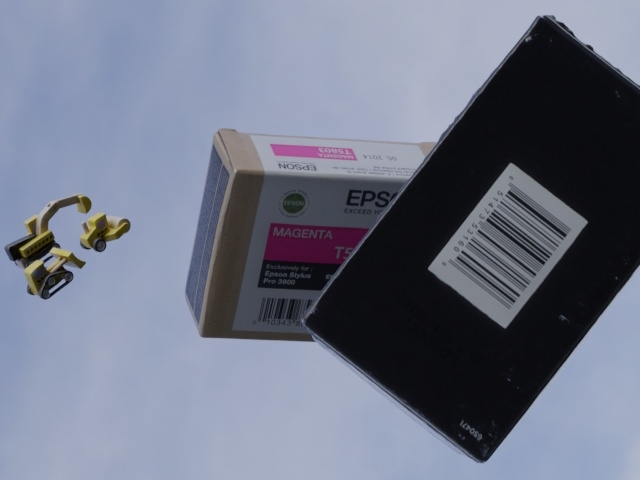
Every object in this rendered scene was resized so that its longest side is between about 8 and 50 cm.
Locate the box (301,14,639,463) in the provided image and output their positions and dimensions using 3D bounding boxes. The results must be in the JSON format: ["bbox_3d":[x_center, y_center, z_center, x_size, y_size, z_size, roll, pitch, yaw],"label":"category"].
[{"bbox_3d":[0.145,0.010,1.539,0.296,0.183,0.294,-52,-3,-3],"label":"box"}]

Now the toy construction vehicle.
[{"bbox_3d":[-0.205,0.000,1.514,0.098,0.086,0.035,-38,-62,-23],"label":"toy construction vehicle"}]

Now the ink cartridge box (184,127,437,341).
[{"bbox_3d":[0.000,0.000,1.889,0.235,0.088,0.193,2,-60,-17],"label":"ink cartridge box"}]
